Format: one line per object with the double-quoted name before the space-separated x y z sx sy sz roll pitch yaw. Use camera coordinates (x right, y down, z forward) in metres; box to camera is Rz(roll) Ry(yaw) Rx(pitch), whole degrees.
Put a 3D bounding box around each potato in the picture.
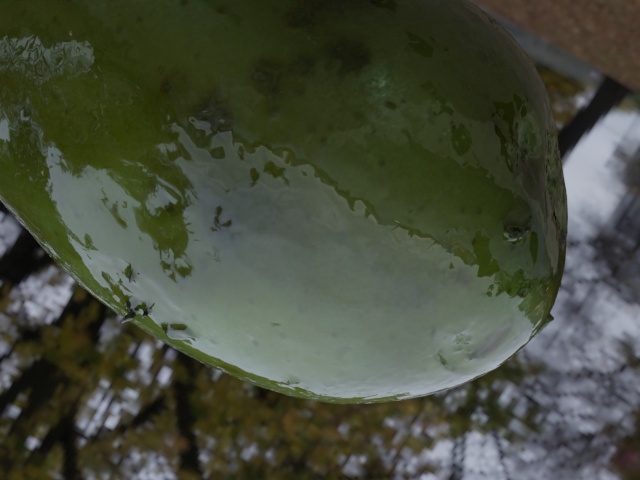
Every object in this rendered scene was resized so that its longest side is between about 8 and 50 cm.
"potato" -0.029 -0.046 0.677 0.304 0.216 0.216 33 -167 27
